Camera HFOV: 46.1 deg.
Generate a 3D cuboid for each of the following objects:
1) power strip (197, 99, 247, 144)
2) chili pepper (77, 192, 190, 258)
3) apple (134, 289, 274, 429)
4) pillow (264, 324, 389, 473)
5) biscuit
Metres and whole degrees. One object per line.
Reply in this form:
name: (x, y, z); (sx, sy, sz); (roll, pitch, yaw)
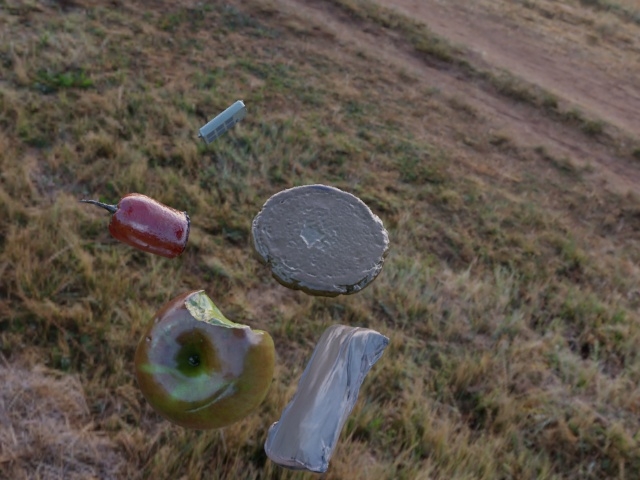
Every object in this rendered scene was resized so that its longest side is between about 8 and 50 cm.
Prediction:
power strip: (-0.152, -0.184, 1.177); (0.090, 0.040, 0.016); (-38, 80, -8)
chili pepper: (-0.319, -0.036, 1.282); (0.192, 0.084, 0.086); (21, 41, -23)
apple: (-0.199, 0.209, 1.335); (0.246, 0.246, 0.226); (24, -2, 10)
pillow: (0.009, 0.241, 1.185); (0.067, 0.173, 0.270); (44, 58, -20)
biscuit: (0.000, 0.000, 1.185); (0.226, 0.042, 0.225); (8, 53, -10)
